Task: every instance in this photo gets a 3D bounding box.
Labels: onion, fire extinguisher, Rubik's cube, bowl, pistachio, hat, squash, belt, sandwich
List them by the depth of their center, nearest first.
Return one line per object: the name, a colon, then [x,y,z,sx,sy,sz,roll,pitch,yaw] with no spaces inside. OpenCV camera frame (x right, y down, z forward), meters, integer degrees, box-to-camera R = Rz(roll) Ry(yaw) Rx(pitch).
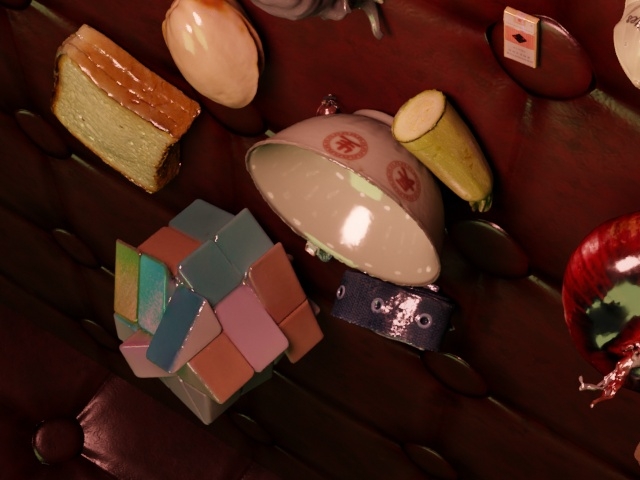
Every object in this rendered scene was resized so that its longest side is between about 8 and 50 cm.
hat: [0.383,-0.228,1.461,0.122,0.081,0.166,21,141,25]
onion: [0.441,0.101,1.732,0.273,0.285,0.273,15,129,19]
squash: [0.191,-0.111,1.899,0.094,0.094,0.224,8,150,45]
pistachio: [-0.154,-0.290,1.970,0.144,0.144,0.215,17,155,36]
bowl: [0.071,-0.091,1.984,0.337,0.157,0.337,30,160,12]
fire extinguisher: [0.013,-0.167,2.067,0.173,0.049,0.035,75,180,-53]
belt: [0.128,0.106,2.319,0.218,0.128,0.122,20,180,29]
sandwich: [-0.356,-0.232,2.370,0.271,0.099,0.301,41,158,1]
Rubik's cube: [-0.216,0.125,2.528,0.387,0.358,0.368,41,156,16]

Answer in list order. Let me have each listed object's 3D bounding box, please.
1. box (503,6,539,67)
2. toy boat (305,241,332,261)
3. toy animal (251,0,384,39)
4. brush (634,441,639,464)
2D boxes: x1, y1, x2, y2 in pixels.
box: [0.250,-0.252,1.653,0.046,0.012,0.083,27,155,23]
toy boat: [0.000,0.000,2.352,0.059,0.066,0.140,35,154,12]
toy animal: [-0.001,-0.342,1.692,0.082,0.137,0.269,8,-177,41]
brush: [0.649,0.364,2.165,0.065,0.070,0.327,37,159,-26]
